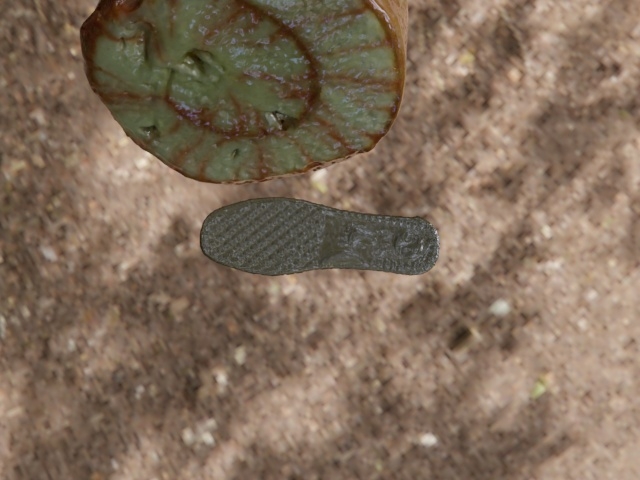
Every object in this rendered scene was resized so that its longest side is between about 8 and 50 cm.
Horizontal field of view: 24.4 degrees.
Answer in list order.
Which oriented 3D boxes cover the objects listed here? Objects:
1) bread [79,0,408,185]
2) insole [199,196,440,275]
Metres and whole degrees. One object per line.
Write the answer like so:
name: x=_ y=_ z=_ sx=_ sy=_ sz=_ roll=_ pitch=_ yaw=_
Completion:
bread: x=-0.067 y=-0.189 z=1.489 sx=0.327 sy=0.114 sz=0.295 roll=-20 pitch=129 yaw=27
insole: x=0.000 y=0.000 z=0.827 sx=0.135 sy=0.002 sz=0.045 roll=5 pitch=94 yaw=-4
